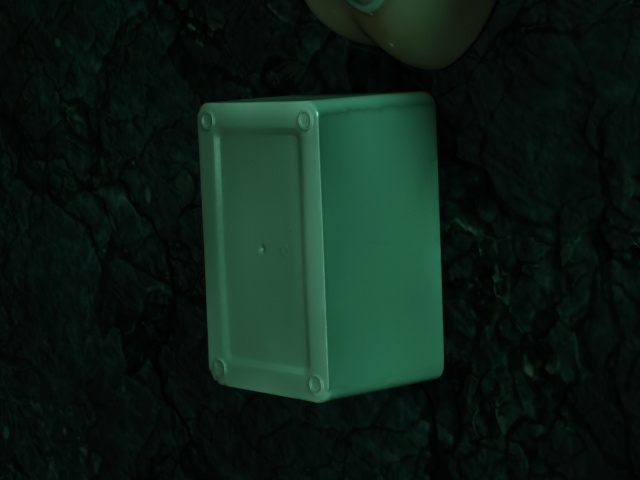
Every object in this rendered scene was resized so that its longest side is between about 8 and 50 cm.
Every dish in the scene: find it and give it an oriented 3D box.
[{"bbox_3d":[0.047,-0.243,1.297,0.213,0.090,0.213,10,103,46],"label":"dish"}]

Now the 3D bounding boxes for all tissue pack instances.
[{"bbox_3d":[-0.001,0.000,1.353,0.159,0.136,0.246,5,99,46],"label":"tissue pack"}]

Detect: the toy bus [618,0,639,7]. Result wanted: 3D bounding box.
[{"bbox_3d":[0.181,-0.292,1.133,0.120,0.121,0.265,-45,63,30],"label":"toy bus"}]
